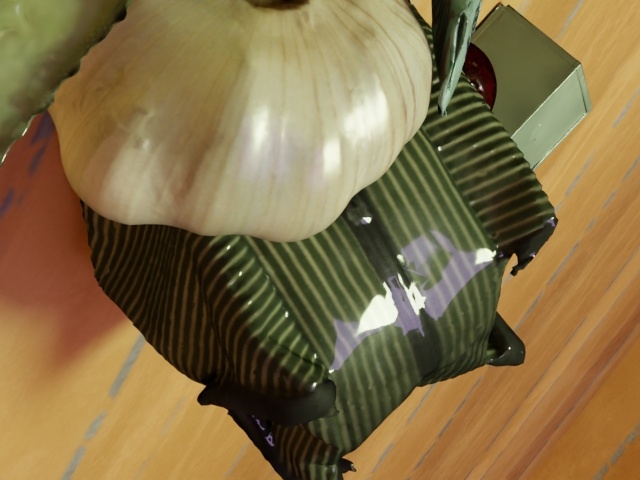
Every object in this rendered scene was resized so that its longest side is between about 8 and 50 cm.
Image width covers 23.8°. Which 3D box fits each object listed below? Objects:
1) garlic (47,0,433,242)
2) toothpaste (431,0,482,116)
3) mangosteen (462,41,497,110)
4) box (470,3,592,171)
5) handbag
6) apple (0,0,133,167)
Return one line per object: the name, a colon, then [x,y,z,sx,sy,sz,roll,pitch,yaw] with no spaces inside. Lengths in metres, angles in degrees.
garlic: [-0.034,-0.111,0.684,0.199,0.199,0.226,-36,168,-28]
toothpaste: [0.074,-0.141,0.809,0.205,0.036,0.056,-80,177,-54]
mangosteen: [0.093,-0.117,1.154,0.081,0.081,0.081,-40,160,-18]
box: [0.116,-0.072,1.270,0.225,0.086,0.129,-47,162,1]
handbag: [0.000,0.000,0.942,0.247,0.240,0.341,-38,160,-12]
apple: [-0.054,-0.198,0.524,0.346,0.179,0.254,-54,148,5]
